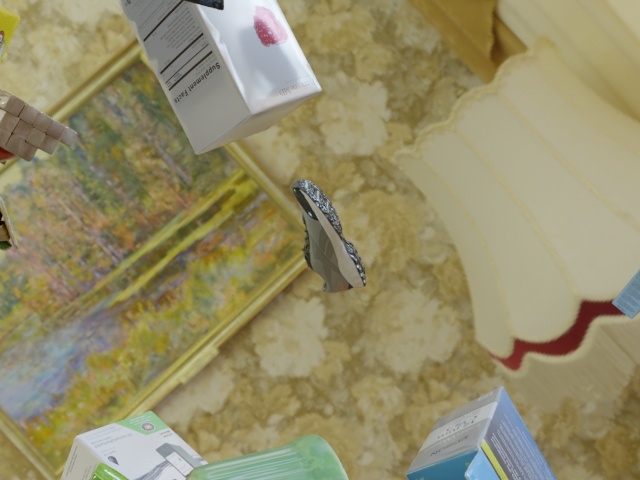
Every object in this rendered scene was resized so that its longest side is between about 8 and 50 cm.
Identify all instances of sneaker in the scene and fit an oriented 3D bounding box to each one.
[{"bbox_3d":[0.000,0.000,1.643,0.108,0.271,0.100,-21,25,11],"label":"sneaker"}]

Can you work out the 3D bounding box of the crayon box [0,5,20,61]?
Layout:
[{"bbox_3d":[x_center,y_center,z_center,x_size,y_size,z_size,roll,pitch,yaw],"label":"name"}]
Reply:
[{"bbox_3d":[-0.675,-0.252,1.322,0.362,0.106,0.313,-62,-3,6],"label":"crayon box"}]

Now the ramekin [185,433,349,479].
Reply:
[{"bbox_3d":[-0.054,0.367,0.852,0.148,0.303,0.303,-5,-14,-16],"label":"ramekin"}]

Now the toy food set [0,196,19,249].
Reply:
[{"bbox_3d":[-0.743,-0.032,1.851,0.071,0.128,0.218,-19,7,-18],"label":"toy food set"}]

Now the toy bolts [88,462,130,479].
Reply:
[{"bbox_3d":[-0.260,0.407,1.000,0.158,0.218,0.228,-55,1,-10],"label":"toy bolts"}]

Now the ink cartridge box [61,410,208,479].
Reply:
[{"bbox_3d":[-0.322,0.468,1.540,0.198,0.273,0.114,-8,-55,-56],"label":"ink cartridge box"}]

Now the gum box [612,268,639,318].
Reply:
[{"bbox_3d":[0.505,0.018,1.156,0.157,0.041,0.184,-41,-20,-16],"label":"gum box"}]

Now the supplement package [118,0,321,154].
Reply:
[{"bbox_3d":[-0.167,-0.324,1.351,0.178,0.292,0.175,-29,2,-43],"label":"supplement package"}]

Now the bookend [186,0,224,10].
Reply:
[{"bbox_3d":[-0.149,-0.357,0.960,0.156,0.157,0.072,-56,-22,-39],"label":"bookend"}]

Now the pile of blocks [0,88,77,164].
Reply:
[{"bbox_3d":[-0.496,-0.173,1.055,0.112,0.362,0.149,-61,-14,-4],"label":"pile of blocks"}]

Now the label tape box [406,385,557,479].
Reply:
[{"bbox_3d":[0.210,0.337,0.932,0.115,0.249,0.348,-31,-6,19],"label":"label tape box"}]
